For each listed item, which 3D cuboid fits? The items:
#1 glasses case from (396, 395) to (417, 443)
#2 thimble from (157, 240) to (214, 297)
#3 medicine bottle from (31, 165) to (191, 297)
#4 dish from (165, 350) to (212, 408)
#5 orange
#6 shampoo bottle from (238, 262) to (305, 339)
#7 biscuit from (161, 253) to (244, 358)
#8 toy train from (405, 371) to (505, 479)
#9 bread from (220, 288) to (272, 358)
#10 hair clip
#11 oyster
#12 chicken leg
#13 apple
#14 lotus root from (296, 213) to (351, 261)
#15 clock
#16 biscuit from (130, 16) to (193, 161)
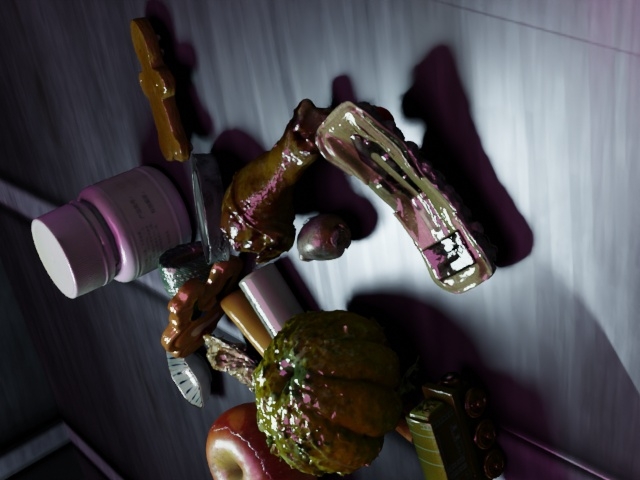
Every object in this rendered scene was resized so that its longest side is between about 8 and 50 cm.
[{"bbox_3d":[0.123,0.304,1.513,0.170,0.041,0.064,37,139,35],"label":"glasses case"},{"bbox_3d":[-0.293,0.065,1.831,0.118,0.135,0.090,28,136,49],"label":"thimble"},{"bbox_3d":[-0.479,-0.018,1.874,0.241,0.302,0.241,34,139,37],"label":"medicine bottle"},{"bbox_3d":[-0.341,0.354,2.182,0.191,0.066,0.190,38,142,37],"label":"dish"},{"bbox_3d":[0.001,0.255,1.441,0.301,0.223,0.300,39,104,48],"label":"orange"},{"bbox_3d":[-0.062,0.175,1.636,0.262,0.085,0.085,58,148,6],"label":"shampoo bottle"},{"bbox_3d":[-0.265,0.163,1.805,0.047,0.202,0.334,43,142,14],"label":"biscuit"},{"bbox_3d":[0.214,0.329,1.311,0.090,0.137,0.225,3,117,54],"label":"toy train"},{"bbox_3d":[-0.120,0.195,1.739,0.239,0.074,0.092,46,-176,25],"label":"bread"},{"bbox_3d":[0.136,-0.075,1.171,0.321,0.091,0.138,50,140,-3],"label":"hair clip"},{"bbox_3d":[-0.166,0.278,1.811,0.260,0.092,0.198,14,163,46],"label":"oyster"},{"bbox_3d":[-0.086,-0.074,1.393,0.361,0.140,0.211,138,131,-61],"label":"chicken leg"},{"bbox_3d":[-0.128,0.496,1.864,0.272,0.206,0.251,29,125,37],"label":"apple"},{"bbox_3d":[-0.001,-0.003,1.414,0.088,0.088,0.165,63,156,-1],"label":"lotus root"},{"bbox_3d":[-0.221,-0.065,1.631,0.226,0.049,0.226,172,90,-77],"label":"clock"},{"bbox_3d":[-0.323,-0.306,1.664,0.197,0.049,0.301,17,126,61],"label":"biscuit"}]
